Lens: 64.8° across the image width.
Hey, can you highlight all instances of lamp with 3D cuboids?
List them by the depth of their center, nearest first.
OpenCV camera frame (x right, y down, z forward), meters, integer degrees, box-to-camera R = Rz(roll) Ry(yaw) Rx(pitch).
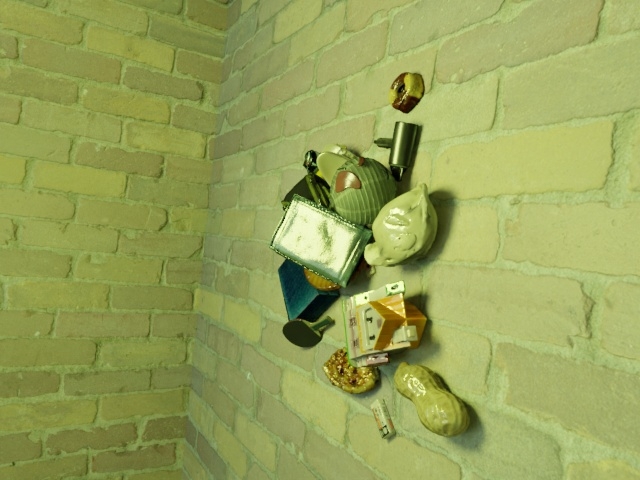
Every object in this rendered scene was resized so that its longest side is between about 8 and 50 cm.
[{"bbox_3d":[0.139,-0.166,1.724,0.265,0.233,0.233,118,152,-76],"label":"lamp"}]

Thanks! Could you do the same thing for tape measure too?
[{"bbox_3d":[-0.037,-0.330,2.114,0.091,0.054,0.094,66,144,41],"label":"tape measure"}]

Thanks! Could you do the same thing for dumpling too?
[{"bbox_3d":[0.275,-0.049,1.609,0.318,0.187,0.243,-54,2,29],"label":"dumpling"}]

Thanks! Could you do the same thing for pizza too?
[{"bbox_3d":[0.101,0.474,1.843,0.305,0.085,0.161,-6,79,58],"label":"pizza"}]

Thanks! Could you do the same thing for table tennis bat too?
[{"bbox_3d":[-0.050,0.370,2.090,0.274,0.154,0.021,-34,18,39],"label":"table tennis bat"}]

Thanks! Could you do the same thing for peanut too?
[{"bbox_3d":[0.310,0.455,1.458,0.298,0.120,0.136,43,117,57],"label":"peanut"}]

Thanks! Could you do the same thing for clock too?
[{"bbox_3d":[0.211,0.270,1.618,0.309,0.166,0.235,139,129,-59],"label":"clock"}]

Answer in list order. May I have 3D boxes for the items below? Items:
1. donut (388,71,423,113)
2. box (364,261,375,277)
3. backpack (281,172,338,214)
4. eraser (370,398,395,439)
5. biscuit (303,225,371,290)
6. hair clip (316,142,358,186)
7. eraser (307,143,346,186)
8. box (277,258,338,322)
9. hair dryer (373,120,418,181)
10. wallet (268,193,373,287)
[{"bbox_3d":[0.290,-0.508,1.724,0.140,0.059,0.140,-25,60,55],"label":"donut"},{"bbox_3d":[0.178,0.089,1.849,0.046,0.012,0.083,-43,49,48],"label":"box"},{"bbox_3d":[-0.033,-0.142,2.004,0.207,0.140,0.253,-47,50,8],"label":"backpack"},{"bbox_3d":[0.208,0.598,1.692,0.052,0.029,0.122,-57,40,38],"label":"eraser"},{"bbox_3d":[0.059,0.045,1.931,0.318,0.040,0.318,-23,51,32],"label":"biscuit"},{"bbox_3d":[0.089,-0.253,1.938,0.282,0.113,0.172,47,119,6],"label":"hair clip"},{"bbox_3d":[0.026,-0.299,2.124,0.226,0.069,0.158,-22,68,56],"label":"eraser"},{"bbox_3d":[-0.058,0.177,2.134,0.261,0.116,0.279,-48,45,42],"label":"box"},{"bbox_3d":[0.243,-0.315,1.773,0.248,0.078,0.195,-145,64,-67],"label":"hair dryer"},{"bbox_3d":[0.000,0.000,1.854,0.342,0.075,0.237,26,88,19],"label":"wallet"}]
